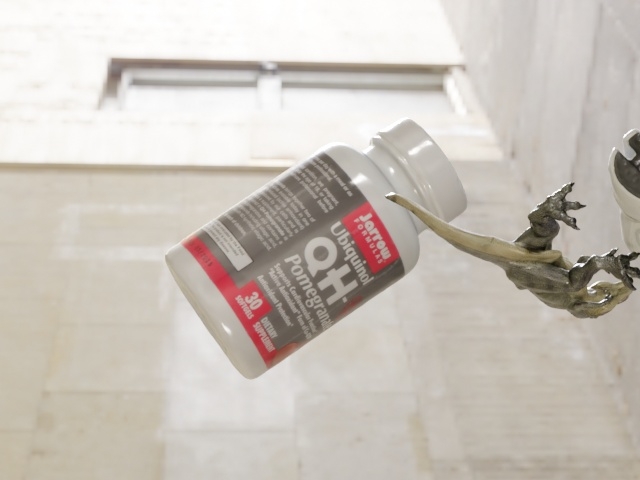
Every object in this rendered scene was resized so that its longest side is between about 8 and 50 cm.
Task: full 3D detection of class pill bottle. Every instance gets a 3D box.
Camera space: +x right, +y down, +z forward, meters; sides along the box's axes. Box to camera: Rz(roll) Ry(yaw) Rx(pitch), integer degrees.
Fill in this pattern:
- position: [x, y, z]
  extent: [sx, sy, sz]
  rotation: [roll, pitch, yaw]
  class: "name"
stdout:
- position: [0.000, 0.000, 1.532]
  extent: [0.176, 0.319, 0.176]
  rotation: [54, 171, 12]
  class: "pill bottle"

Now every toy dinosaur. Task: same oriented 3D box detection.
- position: [0.190, 0.011, 1.135]
  extent: [0.118, 0.268, 0.064]
  rotation: [-23, 48, 48]
  class: "toy dinosaur"

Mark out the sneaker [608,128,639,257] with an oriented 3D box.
- position: [0.372, -0.073, 1.138]
  extent: [0.118, 0.292, 0.110]
  rotation: [76, 168, -49]
  class: "sneaker"
